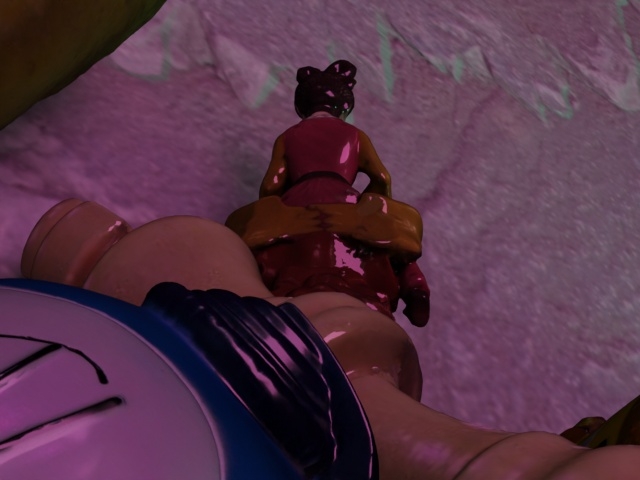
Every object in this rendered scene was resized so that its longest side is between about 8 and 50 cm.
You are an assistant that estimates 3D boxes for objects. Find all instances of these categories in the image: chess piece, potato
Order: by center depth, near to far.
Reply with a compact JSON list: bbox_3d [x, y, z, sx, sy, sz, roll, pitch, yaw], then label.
[{"bbox_3d":[-0.006,0.068,0.596,0.117,0.117,0.397,6,16,-44],"label":"chess piece"},{"bbox_3d":[-0.162,-0.149,0.742,0.148,0.197,0.228,41,66,5],"label":"potato"}]

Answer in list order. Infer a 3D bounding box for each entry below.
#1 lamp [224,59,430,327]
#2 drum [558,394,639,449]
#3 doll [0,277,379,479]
[{"bbox_3d":[0.000,0.000,0.821,0.118,0.118,0.253,28,32,-22],"label":"lamp"},{"bbox_3d":[0.247,0.268,0.680,0.431,0.214,0.431,29,36,-23],"label":"drum"},{"bbox_3d":[-0.133,0.100,0.454,0.310,0.240,0.284,39,71,18],"label":"doll"}]
